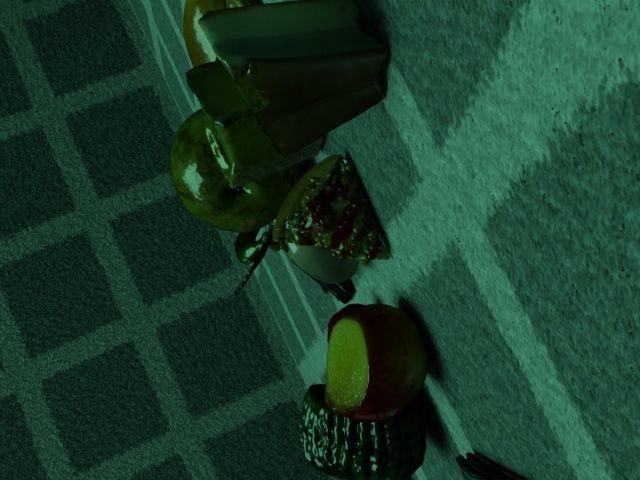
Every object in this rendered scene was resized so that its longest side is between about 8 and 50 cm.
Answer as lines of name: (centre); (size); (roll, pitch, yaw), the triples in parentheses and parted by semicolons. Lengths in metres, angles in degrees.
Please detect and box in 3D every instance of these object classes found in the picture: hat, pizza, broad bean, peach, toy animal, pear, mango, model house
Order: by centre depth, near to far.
pizza: (0.032, -0.028, 1.376); (0.199, 0.188, 0.062); (35, -172, 5)
peach: (0.086, 0.208, 1.417); (0.190, 0.192, 0.190); (48, 159, 25)
model house: (-0.100, -0.197, 1.461); (0.175, 0.193, 0.234); (54, 163, 40)
hat: (0.087, 0.285, 1.623); (0.274, 0.242, 0.332); (5, 96, 53)
pear: (-0.171, -0.155, 1.695); (0.283, 0.283, 0.283); (156, 90, -79)
mango: (-0.209, -0.411, 1.712); (0.154, 0.126, 0.252); (39, 151, 44)
broad bean: (-0.141, -0.031, 1.847); (0.049, 0.144, 0.292); (32, -158, -18)
toy animal: (-0.099, -0.047, 1.964); (0.302, 0.225, 0.284); (-109, 22, -52)

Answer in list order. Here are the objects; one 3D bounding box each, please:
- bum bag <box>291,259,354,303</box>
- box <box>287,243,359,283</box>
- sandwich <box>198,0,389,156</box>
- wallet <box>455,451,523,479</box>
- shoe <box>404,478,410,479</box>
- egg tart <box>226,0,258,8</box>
bum bag: (0.005, 0.074, 1.810); (0.159, 0.026, 0.109); (38, 165, 6)
box: (0.000, 0.000, 1.512); (0.200, 0.088, 0.146); (35, -144, -55)
sandwich: (-0.020, -0.225, 1.026); (0.108, 0.186, 0.220); (61, -175, 27)
wallet: (0.304, 0.461, 1.261); (0.290, 0.054, 0.251); (156, 91, -81)
shoe: (0.217, 0.694, 2.001); (0.293, 0.109, 0.149); (47, 153, 48)
egg tart: (-0.134, -0.406, 1.550); (0.130, 0.052, 0.130); (158, 90, -79)
